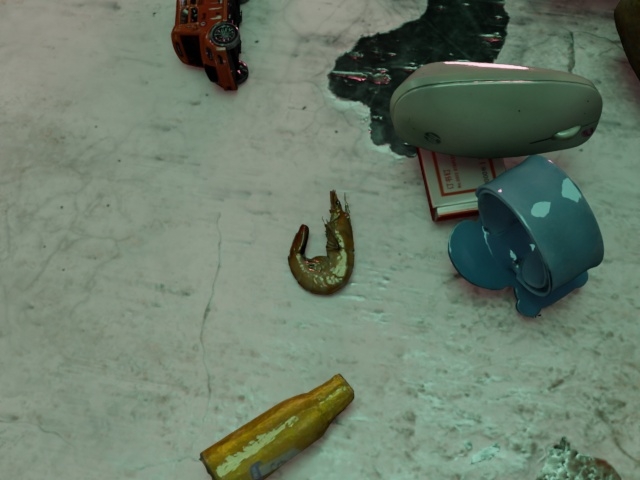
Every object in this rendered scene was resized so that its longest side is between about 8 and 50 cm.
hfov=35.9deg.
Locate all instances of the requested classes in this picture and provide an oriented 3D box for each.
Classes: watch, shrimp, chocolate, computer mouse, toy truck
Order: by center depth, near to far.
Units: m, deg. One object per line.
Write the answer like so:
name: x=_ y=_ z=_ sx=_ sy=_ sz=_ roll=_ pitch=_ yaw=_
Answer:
chocolate: x=-0.051 y=0.249 z=1.292 sx=0.219 sy=0.085 sz=0.085 roll=-35 pitch=66 yaw=-14
watch: x=0.289 y=-0.008 z=1.303 sx=0.211 sy=0.193 sz=0.211 roll=1 pitch=80 yaw=-4
computer mouse: x=0.239 y=-0.166 z=1.368 sx=0.288 sy=0.159 sz=0.097 roll=8 pitch=59 yaw=7
shrimp: x=0.002 y=0.003 z=1.435 sx=0.095 sy=0.045 sz=0.162 roll=-10 pitch=67 yaw=23
toy truck: x=-0.175 y=-0.362 z=1.584 sx=0.114 sy=0.107 sz=0.252 roll=-2 pitch=62 yaw=5

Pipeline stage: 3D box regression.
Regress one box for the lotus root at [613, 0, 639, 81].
lotus root: x=0.592 y=-0.240 z=1.391 sx=0.250 sy=0.250 sz=0.346 roll=-18 pitch=65 yaw=-4

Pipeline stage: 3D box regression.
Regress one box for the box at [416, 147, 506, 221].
box: x=0.206 y=-0.135 z=1.472 sx=0.123 sy=0.050 sz=0.229 roll=-9 pitch=63 yaw=1
